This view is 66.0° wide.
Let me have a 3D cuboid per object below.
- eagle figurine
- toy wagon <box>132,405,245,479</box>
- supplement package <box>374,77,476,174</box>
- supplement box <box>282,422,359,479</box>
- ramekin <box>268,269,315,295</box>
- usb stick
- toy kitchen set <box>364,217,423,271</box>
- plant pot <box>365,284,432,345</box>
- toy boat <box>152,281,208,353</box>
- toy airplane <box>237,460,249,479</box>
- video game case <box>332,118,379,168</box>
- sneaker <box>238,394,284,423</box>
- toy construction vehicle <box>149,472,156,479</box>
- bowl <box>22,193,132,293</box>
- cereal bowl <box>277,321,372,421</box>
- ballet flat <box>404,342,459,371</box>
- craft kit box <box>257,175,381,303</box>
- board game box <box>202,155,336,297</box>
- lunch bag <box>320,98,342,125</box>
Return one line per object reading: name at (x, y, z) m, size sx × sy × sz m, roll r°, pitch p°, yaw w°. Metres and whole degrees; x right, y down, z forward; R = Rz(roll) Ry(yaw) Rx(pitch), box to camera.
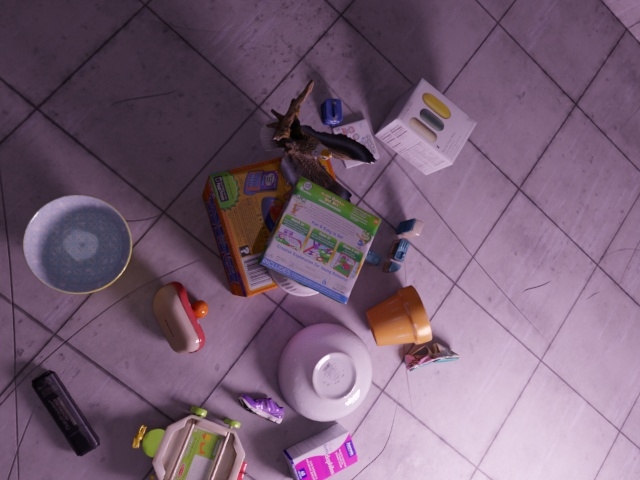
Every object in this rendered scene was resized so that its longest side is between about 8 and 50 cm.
eagle figurine at (-0.012, -0.238, 1.357) m, size 0.226 × 0.225 × 0.298 m, roll -31°, pitch 133°, yaw 21°
toy wagon at (-0.415, 0.664, 1.548) m, size 0.344 × 0.068 × 0.268 m, roll 24°, pitch 66°, yaw -10°
supplement package at (0.386, -0.414, 1.828) m, size 0.262 × 0.198 × 0.199 m, roll 35°, pitch 77°, yaw -11°
supplement box at (0.001, 0.727, 1.665) m, size 0.219 × 0.114 × 0.111 m, roll -21°, pitch 91°, yaw -19°
ramekin at (-0.036, 0.048, 1.339) m, size 0.206 × 0.109 × 0.208 m, roll 2°, pitch 84°, yaw -17°
usb stick at (-0.768, 0.522, 1.488) m, size 0.077 × 0.045 × 0.278 m, roll -31°, pitch 95°, yaw -10°
toy kitchen set at (0.247, 0.000, 1.792) m, size 0.165 × 0.122 × 0.207 m, roll 25°, pitch 79°, yaw -13°
plant pot at (0.268, 0.284, 1.748) m, size 0.187 × 0.205 × 0.205 m, roll -17°, pitch 91°, yaw -2°
toy boat at (-0.427, 0.237, 1.581) m, size 0.151 × 0.150 × 0.231 m, roll -29°, pitch 95°, yaw -47°
toy airplane at (-0.303, 0.749, 1.614) m, size 0.151 × 0.028 × 0.151 m, roll 5°, pitch 73°, yaw -18°
video game case at (0.133, -0.362, 1.842) m, size 0.143 × 0.019 × 0.158 m, roll -20°, pitch 91°, yaw -17°
sneaker at (-0.198, 0.553, 1.655) m, size 0.169 × 0.068 × 0.071 m, roll 32°, pitch 62°, yaw -20°
toy construction vehicle at (-0.478, 0.746, 1.563) m, size 0.098 × 0.035 × 0.086 m, roll -34°, pitch 96°, yaw -25°
bowl at (-0.715, 0.017, 1.487) m, size 0.289 × 0.156 × 0.290 m, roll 2°, pitch 84°, yaw -17°
cereal bowl at (0.029, 0.454, 1.681) m, size 0.338 × 0.141 × 0.340 m, roll 1°, pitch 86°, yaw -16°
ballet flat at (0.414, 0.428, 1.838) m, size 0.221 × 0.077 × 0.079 m, roll -8°, pitch 68°, yaw -17°
craft kit box at (0.000, 0.000, 1.270) m, size 0.249 × 0.061 × 0.247 m, roll 28°, pitch 81°, yaw -13°
board game box at (-0.142, -0.048, 1.558) m, size 0.355 × 0.356 × 0.357 m, roll -17°, pitch 90°, yaw -17°
lunch bag at (0.042, -0.466, 1.800) m, size 0.067 × 0.065 × 0.099 m, roll -5°, pitch 86°, yaw -17°
